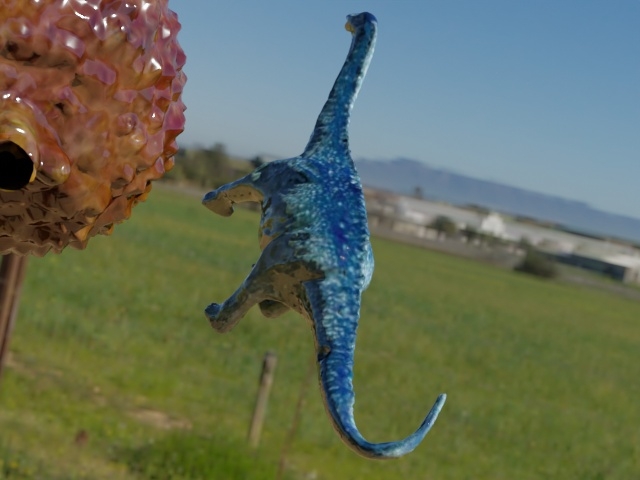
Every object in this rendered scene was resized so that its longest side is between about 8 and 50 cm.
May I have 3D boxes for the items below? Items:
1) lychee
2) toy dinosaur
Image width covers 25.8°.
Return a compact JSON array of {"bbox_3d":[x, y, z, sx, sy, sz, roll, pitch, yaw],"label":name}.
[{"bbox_3d":[-0.153,-0.080,0.649,0.200,0.200,0.238,11,28,-23],"label":"lychee"},{"bbox_3d":[-0.008,0.002,0.923,0.147,0.363,0.076,-32,-48,31],"label":"toy dinosaur"}]
